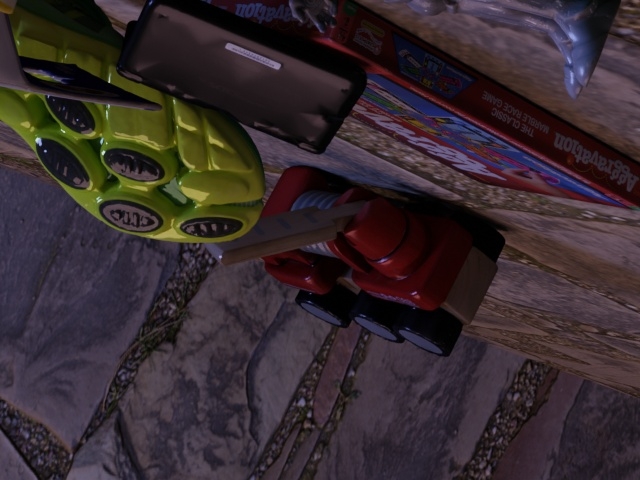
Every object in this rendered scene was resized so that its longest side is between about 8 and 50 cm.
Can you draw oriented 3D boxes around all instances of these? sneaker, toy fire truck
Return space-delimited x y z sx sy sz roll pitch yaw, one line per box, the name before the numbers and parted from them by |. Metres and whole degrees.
sneaker | -0.148 -0.107 1.077 0.295 0.109 0.123 32 -144 10
toy fire truck | 0.000 0.000 1.580 0.246 0.158 0.217 38 165 -37

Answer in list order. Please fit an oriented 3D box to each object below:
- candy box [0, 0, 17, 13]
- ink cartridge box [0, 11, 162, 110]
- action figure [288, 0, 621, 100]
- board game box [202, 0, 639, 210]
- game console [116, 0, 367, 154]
candy box | -0.140 -0.153 0.566 0.027 0.105 0.206 16 174 26
ink cartridge box | -0.261 -0.119 0.783 0.371 0.069 0.176 10 -173 -22
action figure | 0.001 -0.119 0.700 0.232 0.063 0.137 22 178 5
board game box | 0.060 -0.080 1.064 0.281 0.027 0.145 23 174 -41
game console | -0.042 -0.103 0.983 0.122 0.071 0.107 21 144 -11
